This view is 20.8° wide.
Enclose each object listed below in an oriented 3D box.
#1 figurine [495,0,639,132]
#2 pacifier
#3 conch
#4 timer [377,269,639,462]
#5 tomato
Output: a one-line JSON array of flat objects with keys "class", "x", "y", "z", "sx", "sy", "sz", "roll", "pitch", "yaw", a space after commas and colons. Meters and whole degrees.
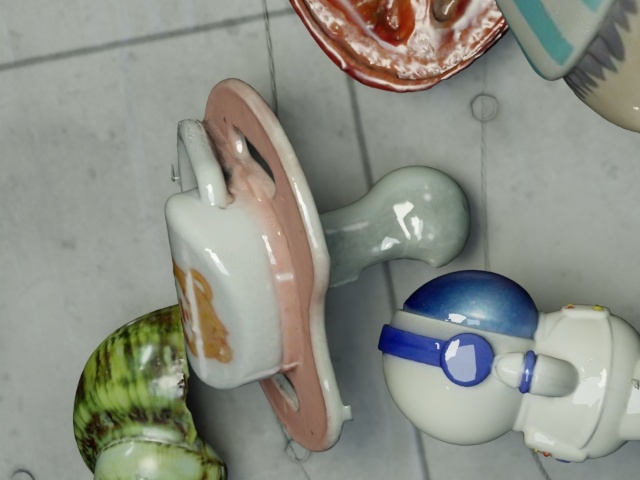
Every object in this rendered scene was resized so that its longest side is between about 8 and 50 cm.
[{"class": "figurine", "x": 0.248, "y": -0.257, "z": 1.230, "sx": 0.377, "sy": 0.266, "sz": 0.361, "roll": 15, "pitch": 94, "yaw": -25}, {"class": "pacifier", "x": -0.020, "y": 0.017, "z": 1.435, "sx": 0.273, "sy": 0.220, "sz": 0.332, "roll": 3, "pitch": 125, "yaw": 13}, {"class": "conch", "x": -0.152, "y": 0.166, "z": 1.529, "sx": 0.124, "sy": 0.181, "sz": 0.187, "roll": -11, "pitch": 144, "yaw": -13}, {"class": "timer", "x": 0.233, "y": 0.114, "z": 1.338, "sx": 0.383, "sy": 0.270, "sz": 0.270, "roll": 12, "pitch": 104, "yaw": 3}, {"class": "tomato", "x": 0.075, "y": -0.239, "z": 1.425, "sx": 0.227, "sy": 0.101, "sz": 0.228, "roll": 1, "pitch": 103, "yaw": 6}]
